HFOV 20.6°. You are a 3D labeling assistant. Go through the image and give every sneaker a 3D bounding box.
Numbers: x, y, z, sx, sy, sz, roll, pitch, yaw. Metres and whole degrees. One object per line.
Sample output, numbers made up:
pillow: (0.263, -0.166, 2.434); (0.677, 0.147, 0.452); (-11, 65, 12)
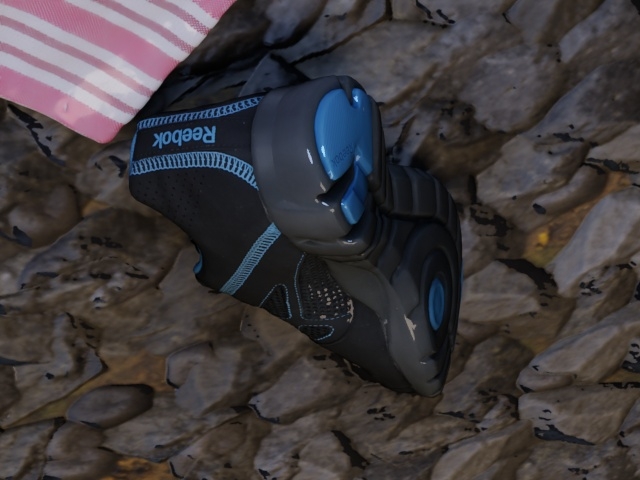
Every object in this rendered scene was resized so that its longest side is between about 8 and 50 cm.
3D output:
sneaker: (0.000, 0.000, 1.110); (0.140, 0.125, 0.341); (-2, 152, 21)

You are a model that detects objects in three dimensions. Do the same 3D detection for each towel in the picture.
towel: (-0.109, -0.136, 0.931); (0.144, 0.029, 0.197); (19, 127, -42)
